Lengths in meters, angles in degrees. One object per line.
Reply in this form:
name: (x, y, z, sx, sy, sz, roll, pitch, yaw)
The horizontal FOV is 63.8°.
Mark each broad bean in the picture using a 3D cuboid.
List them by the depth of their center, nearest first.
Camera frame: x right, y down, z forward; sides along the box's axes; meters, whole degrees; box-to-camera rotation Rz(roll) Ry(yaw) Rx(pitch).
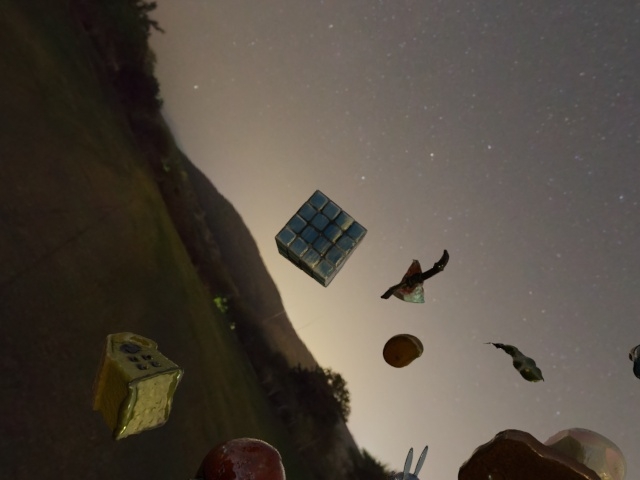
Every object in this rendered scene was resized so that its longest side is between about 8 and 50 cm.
broad bean: (0.691, 0.426, 1.798, 0.318, 0.098, 0.056, -142, -132, -77)

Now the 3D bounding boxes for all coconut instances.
coconut: (0.774, 0.672, 1.526, 0.230, 0.227, 0.227, 19, 31, -48)

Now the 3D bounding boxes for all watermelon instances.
watermelon: (0.355, 0.165, 1.900, 0.121, 0.158, 0.098, 30, 11, -36)

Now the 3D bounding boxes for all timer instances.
timer: (0.318, 0.909, 1.950, 0.175, 0.175, 0.256, 106, -15, -75)

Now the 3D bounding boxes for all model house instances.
model house: (-0.507, 0.363, 1.335, 0.234, 0.174, 0.194, 29, -70, 29)

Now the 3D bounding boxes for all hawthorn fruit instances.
hawthorn fruit: (-0.248, 0.782, 1.617, 0.316, 0.315, 0.316, 61, -10, 20)

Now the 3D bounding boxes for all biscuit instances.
biscuit: (0.399, 0.492, 0.990, 0.257, 0.049, 0.273, 28, -59, 13)

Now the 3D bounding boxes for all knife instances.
knife: (0.264, 0.105, 1.404, 0.046, 0.222, 0.021, 56, 6, 13)

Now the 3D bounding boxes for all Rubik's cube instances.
Rubik's cube: (0.001, 0.000, 1.977, 0.256, 0.259, 0.253, 39, -11, 6)

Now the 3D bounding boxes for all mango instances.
mango: (0.282, 0.377, 1.783, 0.165, 0.089, 0.115, -52, -128, 40)

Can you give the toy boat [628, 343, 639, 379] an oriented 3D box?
toy boat: (0.700, 0.293, 1.075, 0.186, 0.075, 0.077, -87, -175, -47)
